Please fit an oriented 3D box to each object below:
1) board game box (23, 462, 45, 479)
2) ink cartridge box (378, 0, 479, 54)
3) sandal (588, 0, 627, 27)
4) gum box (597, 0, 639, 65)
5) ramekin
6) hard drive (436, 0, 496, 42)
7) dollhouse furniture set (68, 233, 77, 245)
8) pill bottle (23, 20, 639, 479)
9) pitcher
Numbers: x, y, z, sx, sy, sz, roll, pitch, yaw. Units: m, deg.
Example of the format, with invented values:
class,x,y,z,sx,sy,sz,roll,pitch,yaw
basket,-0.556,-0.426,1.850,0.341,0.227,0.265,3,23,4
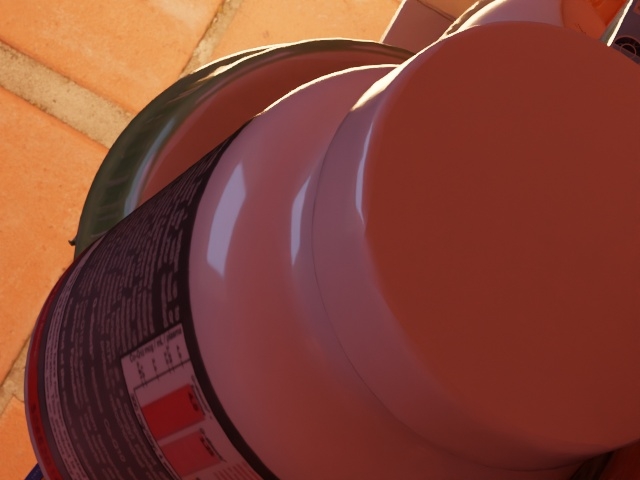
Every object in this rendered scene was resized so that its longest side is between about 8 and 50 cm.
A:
class,x,y,z,sx,sy,sz,roll,pitch,yaw
board game box,-0.229,0.228,1.526,0.201,0.035,0.136,-52,-13,-14
ink cartridge box,0.149,-0.173,2.071,0.270,0.197,0.198,-59,2,36
sandal,0.216,-0.182,1.651,0.265,0.102,0.076,-58,-2,4
gum box,0.202,-0.093,1.375,0.157,0.041,0.184,-61,0,-24
ramekin,0.003,0.019,1.112,0.303,0.303,0.148,-60,8,-7
hard drive,0.162,-0.134,1.809,0.255,0.054,0.172,-49,-47,-53
dollhouse furniture set,0.000,0.000,1.302,0.151,0.301,0.197,-63,-2,7
pill bottle,0.011,0.042,0.832,0.210,0.210,0.363,-61,15,-27
pitcher,0.164,-0.114,1.579,0.207,0.178,0.125,-27,7,35
